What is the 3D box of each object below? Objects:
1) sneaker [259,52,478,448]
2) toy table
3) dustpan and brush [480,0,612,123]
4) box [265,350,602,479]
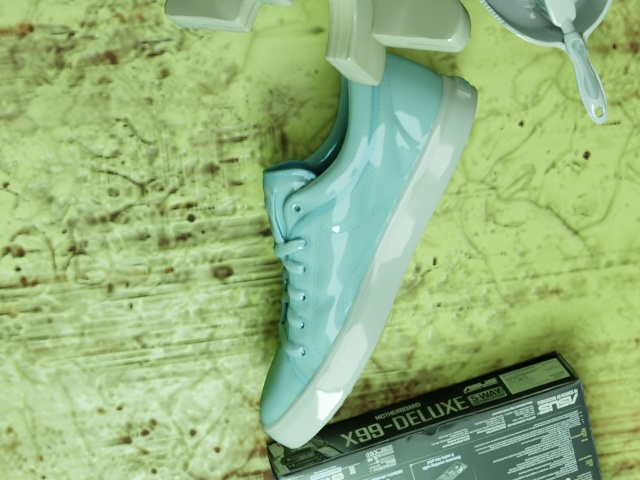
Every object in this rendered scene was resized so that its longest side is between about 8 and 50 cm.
[{"bbox_3d":[0.000,0.000,1.403,0.150,0.135,0.366,23,93,-10],"label":"sneaker"},{"bbox_3d":[0.011,-0.236,1.228,0.252,0.274,0.161,24,74,-52],"label":"toy table"},{"bbox_3d":[0.216,-0.206,1.406,0.147,0.060,0.211,-22,111,-4],"label":"dustpan and brush"},{"bbox_3d":[0.126,0.271,1.535,0.307,0.076,0.242,-18,111,-5],"label":"box"}]
